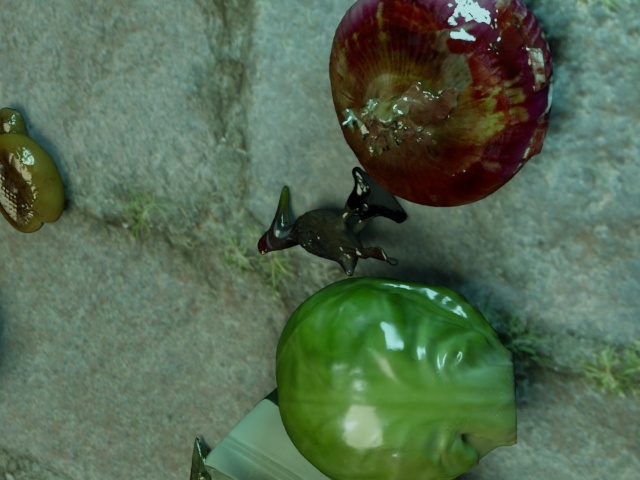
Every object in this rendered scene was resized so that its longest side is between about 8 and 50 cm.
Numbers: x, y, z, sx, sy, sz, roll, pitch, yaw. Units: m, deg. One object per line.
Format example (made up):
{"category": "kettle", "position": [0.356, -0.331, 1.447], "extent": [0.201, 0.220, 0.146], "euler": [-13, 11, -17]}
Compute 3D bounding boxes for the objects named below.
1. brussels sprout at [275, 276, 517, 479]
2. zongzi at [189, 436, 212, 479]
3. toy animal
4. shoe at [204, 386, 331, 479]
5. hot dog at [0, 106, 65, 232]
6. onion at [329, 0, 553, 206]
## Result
{"category": "brussels sprout", "position": [0.074, 0.140, 1.582], "extent": [0.244, 0.244, 0.244], "euler": [13, 118, 27]}
{"category": "zongzi", "position": [-0.116, 0.277, 1.880], "extent": [0.076, 0.040, 0.083], "euler": [12, 100, 20]}
{"category": "toy animal", "position": [0.006, -0.009, 1.649], "extent": [0.202, 0.070, 0.105], "euler": [-7, 64, 42]}
{"category": "shoe", "position": [0.062, 0.265, 1.681], "extent": [0.363, 0.160, 0.131], "euler": [26, 158, 27]}
{"category": "hot dog", "position": [-0.343, -0.080, 1.844], "extent": [0.090, 0.060, 0.140], "euler": [-26, 103, 33]}
{"category": "onion", "position": [0.097, -0.136, 1.475], "extent": [0.230, 0.163, 0.230], "euler": [8, 107, 28]}
